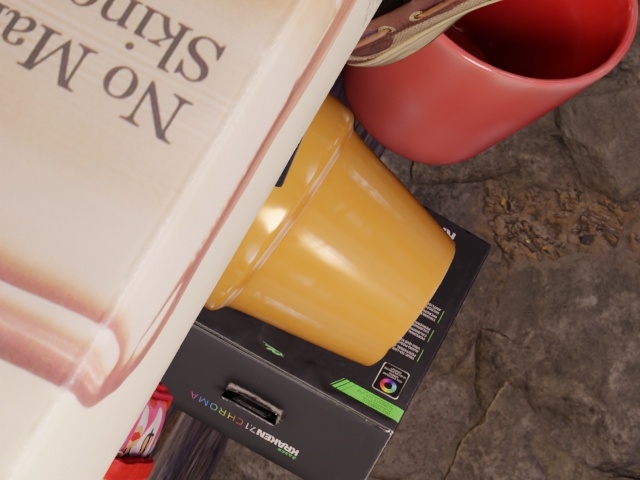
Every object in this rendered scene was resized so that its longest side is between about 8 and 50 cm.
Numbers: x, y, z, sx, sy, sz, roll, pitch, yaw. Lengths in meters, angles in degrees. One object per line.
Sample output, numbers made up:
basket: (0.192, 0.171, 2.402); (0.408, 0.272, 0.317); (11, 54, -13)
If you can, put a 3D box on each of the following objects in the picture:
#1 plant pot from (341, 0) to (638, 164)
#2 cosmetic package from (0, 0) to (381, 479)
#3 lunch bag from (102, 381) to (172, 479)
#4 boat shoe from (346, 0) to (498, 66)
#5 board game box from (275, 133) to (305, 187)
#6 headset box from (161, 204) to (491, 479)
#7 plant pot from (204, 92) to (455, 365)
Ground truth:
plant pot: (0.153, -0.216, 1.626); (0.275, 0.275, 0.243); (-59, -176, -33)
cosmetic package: (-0.086, -0.059, 0.532); (0.296, 0.153, 0.129); (-62, 174, -17)
lunch bag: (-0.180, 0.151, 0.963); (0.293, 0.120, 0.258); (92, 22, -82)
boat shoe: (0.086, -0.230, 1.172); (0.123, 0.123, 0.342); (-13, 168, -44)
board game box: (-0.001, -0.180, 1.089); (0.165, 0.042, 0.243); (-90, -158, -60)
headset box: (-0.014, 0.071, 1.446); (0.283, 0.246, 0.131); (-56, 173, -42)
plant pot: (0.000, 0.000, 1.283); (0.205, 0.188, 0.205); (-53, -174, 7)
